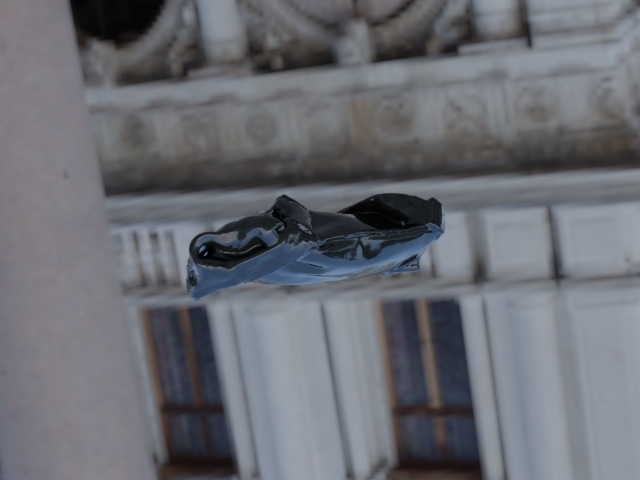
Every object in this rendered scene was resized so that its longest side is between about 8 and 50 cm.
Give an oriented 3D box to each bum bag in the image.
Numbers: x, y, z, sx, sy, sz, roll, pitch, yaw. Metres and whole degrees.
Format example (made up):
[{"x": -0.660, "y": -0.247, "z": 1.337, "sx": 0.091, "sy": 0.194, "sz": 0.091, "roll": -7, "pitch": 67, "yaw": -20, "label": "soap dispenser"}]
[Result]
[{"x": 0.000, "y": 0.000, "z": 1.594, "sx": 0.142, "sy": 0.080, "sz": 0.326, "roll": -27, "pitch": 165, "yaw": 39, "label": "bum bag"}]
